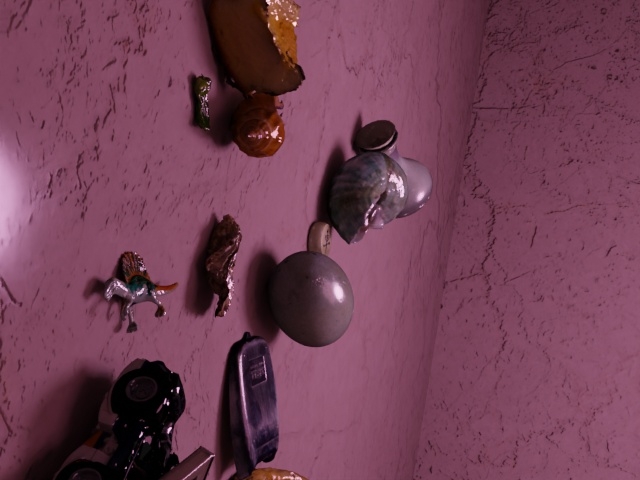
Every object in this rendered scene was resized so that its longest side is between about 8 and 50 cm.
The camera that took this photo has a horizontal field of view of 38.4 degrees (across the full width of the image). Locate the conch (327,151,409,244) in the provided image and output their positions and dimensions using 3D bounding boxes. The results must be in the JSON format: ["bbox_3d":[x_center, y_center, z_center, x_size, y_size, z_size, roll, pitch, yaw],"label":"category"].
[{"bbox_3d":[0.111,-0.104,2.182,0.277,0.195,0.220,-110,-146,-79],"label":"conch"}]

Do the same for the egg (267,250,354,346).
[{"bbox_3d":[-0.019,0.117,1.834,0.236,0.169,0.169,68,33,-47],"label":"egg"}]

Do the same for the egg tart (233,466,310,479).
[{"bbox_3d":[-0.049,0.608,1.752,0.169,0.388,0.388,-44,169,15],"label":"egg tart"}]

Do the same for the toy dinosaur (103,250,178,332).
[{"bbox_3d":[-0.258,0.063,1.317,0.187,0.044,0.106,-54,129,-55],"label":"toy dinosaur"}]

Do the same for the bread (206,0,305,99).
[{"bbox_3d":[-0.103,-0.319,1.498,0.169,0.140,0.160,4,81,-68],"label":"bread"}]

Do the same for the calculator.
[{"bbox_3d":[-0.128,0.307,1.750,0.177,0.040,0.268,-10,94,-70],"label":"calculator"}]

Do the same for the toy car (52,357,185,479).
[{"bbox_3d":[-0.271,0.299,1.226,0.193,0.118,0.301,90,17,-45],"label":"toy car"}]

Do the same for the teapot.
[{"bbox_3d":[0.180,-0.186,2.366,0.251,0.183,0.183,61,37,-41],"label":"teapot"}]

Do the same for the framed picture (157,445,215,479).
[{"bbox_3d":[-0.297,0.469,1.105,0.446,0.028,0.326,-28,143,-61],"label":"framed picture"}]

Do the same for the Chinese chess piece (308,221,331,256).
[{"bbox_3d":[0.000,0.000,2.068,0.084,0.034,0.084,5,90,-72],"label":"Chinese chess piece"}]

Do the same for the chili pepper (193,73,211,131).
[{"bbox_3d":[-0.188,-0.220,1.461,0.030,0.034,0.091,-10,109,-36],"label":"chili pepper"}]

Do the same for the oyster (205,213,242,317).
[{"bbox_3d":[-0.165,0.043,1.561,0.105,0.056,0.177,8,89,-83],"label":"oyster"}]

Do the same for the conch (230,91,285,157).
[{"bbox_3d":[-0.109,-0.209,1.622,0.330,0.093,0.109,-92,167,-75],"label":"conch"}]
